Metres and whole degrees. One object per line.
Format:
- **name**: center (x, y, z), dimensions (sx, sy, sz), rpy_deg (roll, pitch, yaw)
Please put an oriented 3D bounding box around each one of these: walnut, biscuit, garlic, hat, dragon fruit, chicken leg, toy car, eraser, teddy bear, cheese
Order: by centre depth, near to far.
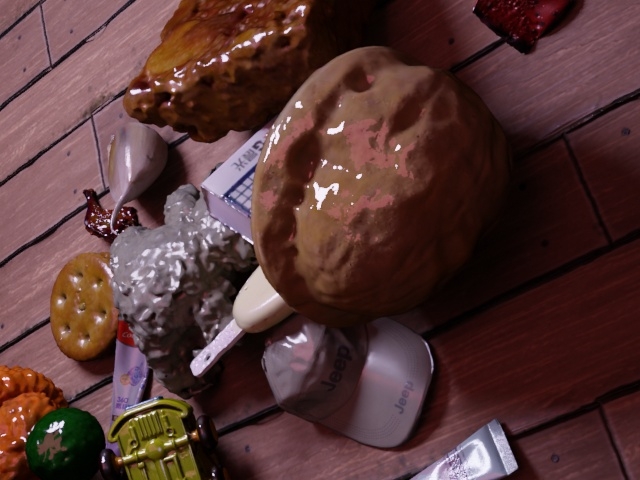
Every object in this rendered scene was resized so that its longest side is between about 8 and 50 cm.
- **walnut**: center (0.087, -0.075, 1.333), dimensions (0.384, 0.383, 0.383), rpy_deg (-10, 73, 34)
- **dragon fruit**: center (0.320, -0.377, 1.407), dimensions (0.192, 0.092, 0.122), rpy_deg (-31, 62, 26)
- **hat**: center (0.037, 0.197, 1.453), dimensions (0.245, 0.149, 0.214), rpy_deg (14, 87, 48)
- **cheese**: center (-0.112, 0.116, 1.493), dimensions (0.255, 0.050, 0.127), rpy_deg (-44, 34, 5)
- **eraser**: center (-0.050, -0.129, 1.539), dimensions (0.130, 0.086, 0.287), rpy_deg (35, 67, 27)
- **biscuit**: center (-0.102, -0.335, 1.591), dimensions (0.395, 0.166, 0.342), rpy_deg (-15, 41, 33)
- **toy car**: center (-0.251, 0.385, 1.595), dimensions (0.200, 0.142, 0.248), rpy_deg (-16, 84, 4)
- **teddy bear**: center (-0.189, 0.040, 1.641), dimensions (0.367, 0.224, 0.357), rpy_deg (-30, 60, 10)
- **hat**: center (-0.527, 0.391, 1.698), dimensions (0.400, 0.285, 0.285), rpy_deg (13, 87, 47)
- **garlic**: center (-0.355, -0.134, 1.798), dimensions (0.266, 0.129, 0.148), rpy_deg (-97, 11, -59)
- **biscuit**: center (-0.446, 0.130, 1.862), dimensions (0.220, 0.066, 0.220), rpy_deg (-7, 78, 36)
- **chicken leg**: center (-0.430, -0.044, 1.905), dimensions (0.205, 0.053, 0.093), rpy_deg (24, 70, 31)

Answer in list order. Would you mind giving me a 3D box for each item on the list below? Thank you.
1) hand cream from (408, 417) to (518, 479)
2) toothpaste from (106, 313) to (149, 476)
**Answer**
- **hand cream**: center (0.141, 0.379, 1.379), dimensions (0.331, 0.058, 0.085), rpy_deg (-37, 41, 19)
- **toothpaste**: center (-0.359, 0.287, 1.766), dimensions (0.075, 0.048, 0.301), rpy_deg (5, 82, 19)
